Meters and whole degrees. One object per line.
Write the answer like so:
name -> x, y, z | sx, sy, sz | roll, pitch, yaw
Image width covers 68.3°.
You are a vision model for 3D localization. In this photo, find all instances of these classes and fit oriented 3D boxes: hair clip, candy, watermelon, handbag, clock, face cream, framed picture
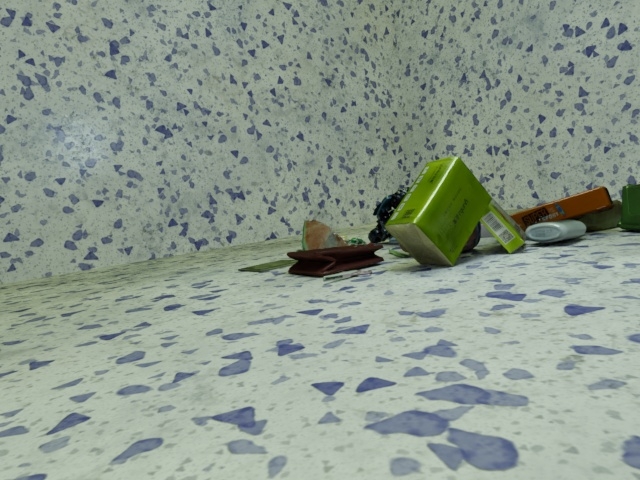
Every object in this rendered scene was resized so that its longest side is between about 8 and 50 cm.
hair clip -> 0.049, 0.018, 2.095 | 0.321, 0.091, 0.138 | -9, 8, -16
candy -> 1.081, -0.094, 1.844 | 0.233, 0.104, 0.102 | -9, 0, -28
watermelon -> -0.002, 0.021, 1.973 | 0.231, 0.128, 0.146 | 27, 72, 44
handbag -> 0.046, 0.063, 1.645 | 0.275, 0.084, 0.260 | -9, 2, -30
clock -> 0.790, -0.057, 2.066 | 0.197, 0.063, 0.150 | -5, 6, 28
face cream -> 0.838, -0.035, 1.641 | 0.291, 0.071, 0.144 | -6, 1, -43
framed picture -> -0.197, 0.101, 1.929 | 0.231, 0.010, 0.173 | -11, 6, -39

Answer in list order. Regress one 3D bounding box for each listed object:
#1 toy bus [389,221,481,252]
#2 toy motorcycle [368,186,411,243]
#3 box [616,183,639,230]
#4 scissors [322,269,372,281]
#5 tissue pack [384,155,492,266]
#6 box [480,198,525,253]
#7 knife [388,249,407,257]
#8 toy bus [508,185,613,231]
toy bus -> 0.408, -0.036, 1.699 | 0.231, 0.197, 0.294 | -23, 15, -38
toy motorcycle -> 0.379, -0.117, 2.213 | 0.232, 0.172, 0.416 | -13, -30, -26
box -> 1.229, -0.132, 1.616 | 0.328, 0.178, 0.253 | -7, 3, -6
scissors -> 0.074, 0.103, 1.413 | 0.176, 0.022, 0.085 | -7, 5, -41
tissue pack -> 0.367, -0.088, 1.461 | 0.275, 0.200, 0.167 | -53, 23, -18
box -> 0.616, -0.056, 1.612 | 0.062, 0.175, 0.260 | -44, -11, 22
knife -> 0.292, 0.050, 1.806 | 0.030, 0.014, 0.207 | -6, 5, -10
toy bus -> 0.857, -0.096, 1.759 | 0.408, 0.093, 0.092 | -20, -14, 25
